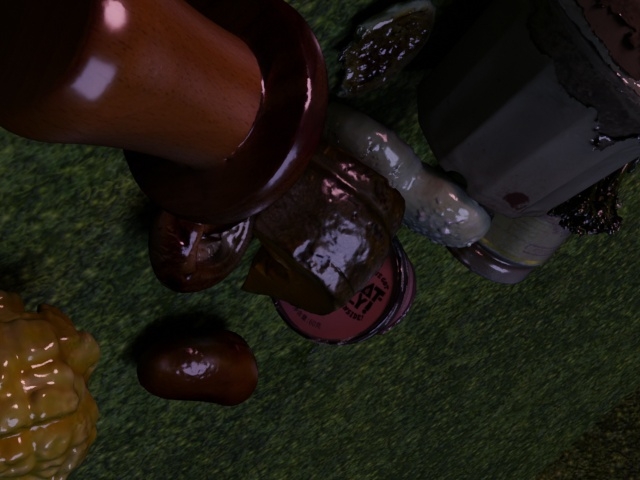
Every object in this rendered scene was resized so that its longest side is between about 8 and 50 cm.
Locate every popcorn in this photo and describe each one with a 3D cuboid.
[{"bbox_3d":[-0.336,0.165,1.456,0.225,0.174,0.286,6,145,-37],"label":"popcorn"}]

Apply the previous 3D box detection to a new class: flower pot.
[{"bbox_3d":[0.245,-0.159,1.556,0.290,0.290,0.259,-10,155,-46],"label":"flower pot"}]

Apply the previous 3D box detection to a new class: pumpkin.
[{"bbox_3d":[0.002,0.002,1.590,0.131,0.126,0.248,-62,178,-12],"label":"pumpkin"}]

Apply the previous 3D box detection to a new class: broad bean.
[{"bbox_3d":[-0.135,0.139,1.778,0.165,0.084,0.114,5,138,-49],"label":"broad bean"}]

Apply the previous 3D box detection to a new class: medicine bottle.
[{"bbox_3d":[0.268,-0.106,1.798,0.151,0.151,0.322,-7,142,-49],"label":"medicine bottle"}]

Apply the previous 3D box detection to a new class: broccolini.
[{"bbox_3d":[0.342,-0.087,1.637,0.271,0.123,0.062,-28,145,22],"label":"broccolini"}]

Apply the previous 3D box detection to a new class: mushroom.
[{"bbox_3d":[-0.104,-0.028,1.521,0.170,0.080,0.135,-56,165,25],"label":"mushroom"}]

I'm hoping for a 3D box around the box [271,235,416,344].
[{"bbox_3d":[0.032,0.043,1.762,0.151,0.151,0.135,-40,165,8],"label":"box"}]

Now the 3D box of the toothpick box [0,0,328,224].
[{"bbox_3d":[-0.124,-0.124,1.196,0.192,0.192,0.294,-44,149,16],"label":"toothpick box"}]

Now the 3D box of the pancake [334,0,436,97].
[{"bbox_3d":[0.064,-0.188,1.529,0.116,0.022,0.129,-30,160,-14],"label":"pancake"}]

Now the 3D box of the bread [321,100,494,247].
[{"bbox_3d":[0.067,-0.064,1.636,0.232,0.172,0.064,35,81,-27],"label":"bread"}]
